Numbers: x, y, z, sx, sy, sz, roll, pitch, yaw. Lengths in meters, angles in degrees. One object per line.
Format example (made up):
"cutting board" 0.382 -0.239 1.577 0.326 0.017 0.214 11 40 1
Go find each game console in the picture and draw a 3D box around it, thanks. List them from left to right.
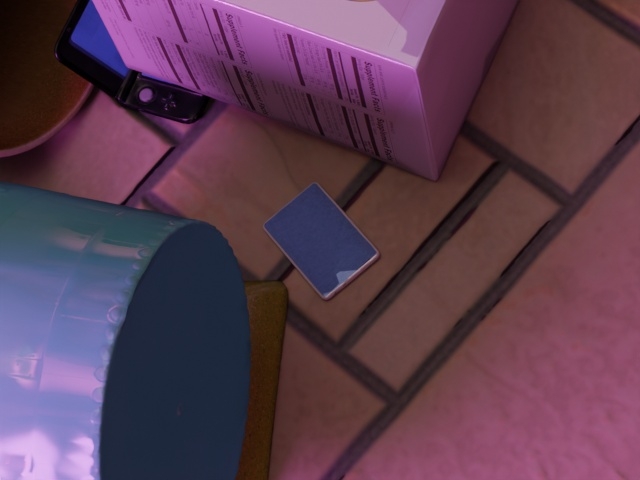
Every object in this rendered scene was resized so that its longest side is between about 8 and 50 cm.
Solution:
"game console" -0.127 -0.167 1.492 0.107 0.071 0.122 17 74 24

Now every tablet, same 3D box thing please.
"tablet" 0.000 0.000 1.415 0.054 0.006 0.083 -40 61 -2

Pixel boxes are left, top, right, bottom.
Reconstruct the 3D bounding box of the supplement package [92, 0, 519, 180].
"supplement package" -0.004 -0.205 1.377 0.263 0.198 0.199 21 74 15

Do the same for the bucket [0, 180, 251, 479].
"bucket" -0.169 0.098 1.230 0.183 0.281 0.281 6 69 19

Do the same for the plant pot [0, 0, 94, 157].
"plant pot" -0.331 -0.202 1.502 0.254 0.237 0.237 14 71 36

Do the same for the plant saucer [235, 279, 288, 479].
"plant saucer" -0.127 0.109 1.385 0.188 0.045 0.188 -1 67 17
